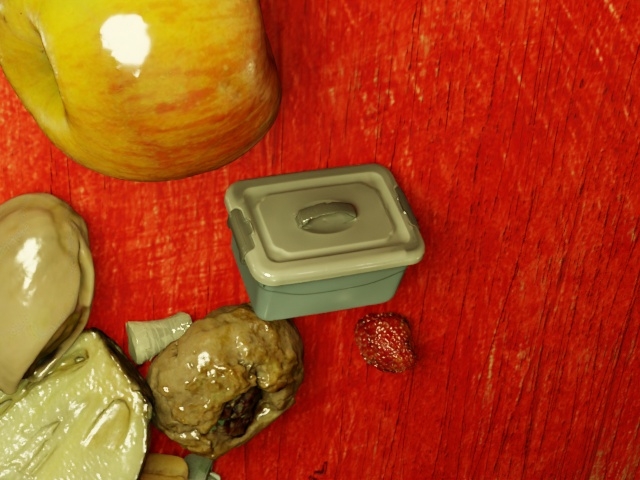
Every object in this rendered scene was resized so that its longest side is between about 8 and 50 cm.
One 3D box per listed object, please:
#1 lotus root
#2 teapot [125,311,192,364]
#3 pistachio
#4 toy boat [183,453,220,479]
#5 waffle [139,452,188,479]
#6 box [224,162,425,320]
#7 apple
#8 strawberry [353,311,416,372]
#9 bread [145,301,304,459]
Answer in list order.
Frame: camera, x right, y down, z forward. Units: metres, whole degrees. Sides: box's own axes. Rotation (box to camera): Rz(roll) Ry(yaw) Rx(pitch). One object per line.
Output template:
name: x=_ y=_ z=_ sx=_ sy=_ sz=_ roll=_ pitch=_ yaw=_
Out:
lotus root: x=-0.327 y=0.228 z=1.763 sx=0.260 sy=0.267 sz=0.149 roll=-51 pitch=175 yaw=-1
teapot: x=-0.205 y=0.122 z=1.825 sx=0.083 sy=0.057 sz=0.067 roll=-16 pitch=171 yaw=-17
pistachio: x=-0.334 y=0.061 z=1.634 sx=0.138 sy=0.153 sz=0.237 roll=-15 pitch=116 yaw=-57
toy boat: x=-0.186 y=0.419 z=2.065 sx=0.085 sy=0.078 sz=0.260 roll=16 pitch=125 yaw=4
waffle: x=-0.307 y=0.425 z=1.974 sx=0.224 sy=0.098 sz=0.327 roll=8 pitch=128 yaw=-9
box: x=0.000 y=0.000 z=1.746 sx=0.227 sy=0.162 sz=0.130 roll=-9 pitch=142 yaw=-18
apple: x=-0.185 y=-0.199 z=1.396 sx=0.302 sy=0.301 sz=0.301 roll=-13 pitch=133 yaw=-15
strawberry: x=0.093 y=0.141 z=1.955 sx=0.083 sy=0.096 sz=0.083 roll=-18 pitch=128 yaw=-25
bread: x=-0.117 y=0.182 z=1.834 sx=0.230 sy=0.123 sz=0.230 roll=-32 pitch=155 yaw=-17
